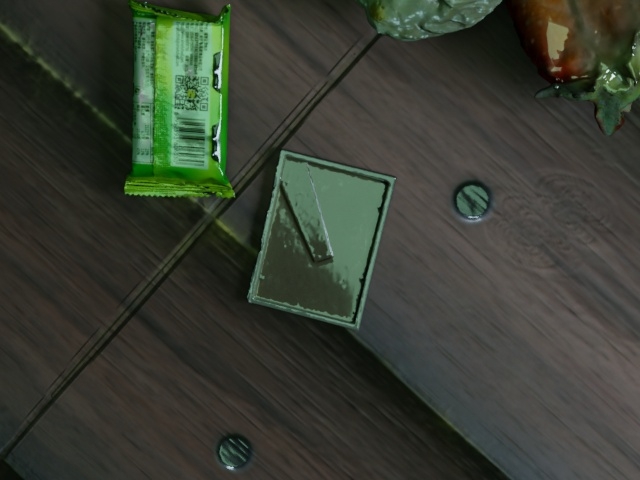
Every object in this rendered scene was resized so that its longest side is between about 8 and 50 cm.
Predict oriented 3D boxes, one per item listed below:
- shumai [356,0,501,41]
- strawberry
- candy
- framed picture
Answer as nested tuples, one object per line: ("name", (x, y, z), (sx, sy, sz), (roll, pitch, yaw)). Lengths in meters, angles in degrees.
("shumai", (0.076, -0.260, 0.999), (0.184, 0.142, 0.184), (-6, 80, 40))
("strawberry", (0.224, -0.217, 1.035), (0.174, 0.098, 0.228), (-39, 72, 28))
("candy", (-0.127, -0.126, 1.129), (0.102, 0.032, 0.178), (4, 103, 11))
("framed picture", (0.000, 0.000, 1.147), (0.109, 0.011, 0.149), (15, 102, 4))
